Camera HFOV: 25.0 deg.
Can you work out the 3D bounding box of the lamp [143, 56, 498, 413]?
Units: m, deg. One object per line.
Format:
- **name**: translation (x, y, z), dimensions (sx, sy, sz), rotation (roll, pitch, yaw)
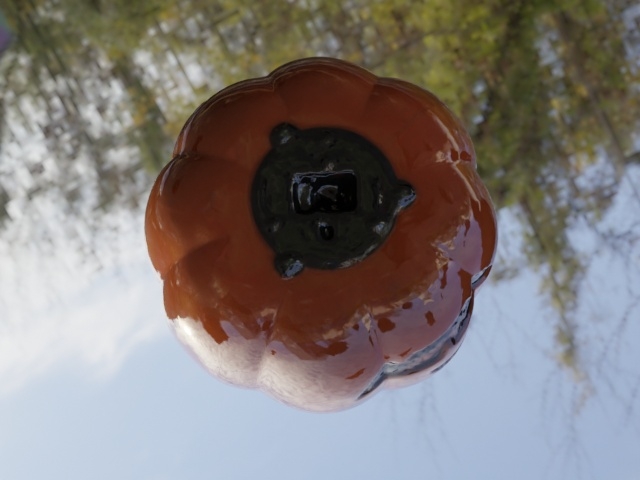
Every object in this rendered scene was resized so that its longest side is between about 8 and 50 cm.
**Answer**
- **lamp**: translation (0.000, 0.000, 0.771), dimensions (0.187, 0.188, 0.164), rotation (-31, 170, -8)
